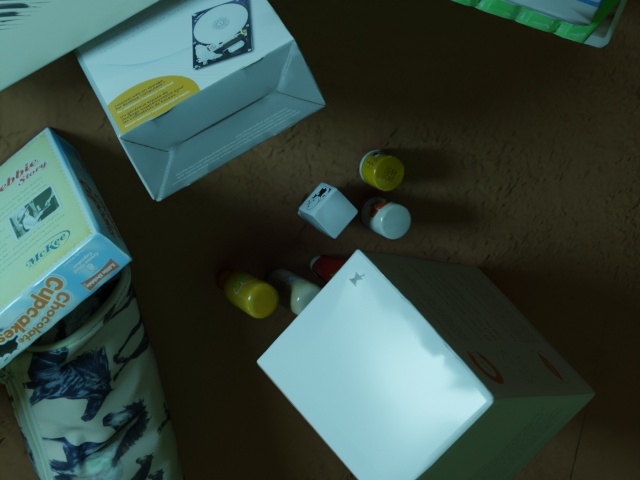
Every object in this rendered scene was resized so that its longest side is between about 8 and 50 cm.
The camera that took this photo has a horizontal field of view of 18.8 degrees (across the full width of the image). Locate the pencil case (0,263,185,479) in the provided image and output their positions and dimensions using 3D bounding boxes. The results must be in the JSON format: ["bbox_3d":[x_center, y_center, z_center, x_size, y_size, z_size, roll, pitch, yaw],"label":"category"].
[{"bbox_3d":[-0.253,0.194,2.058,0.183,0.160,0.410,-33,136,-25],"label":"pencil case"}]

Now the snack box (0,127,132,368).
[{"bbox_3d":[-0.345,0.052,1.884,0.322,0.187,0.060,-39,133,7],"label":"snack box"}]

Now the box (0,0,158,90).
[{"bbox_3d":[-0.259,-0.225,1.734,0.275,0.113,0.094,-30,134,8],"label":"box"}]

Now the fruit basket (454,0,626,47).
[{"bbox_3d":[0.236,-0.376,1.852,0.327,0.165,0.353,14,115,-34],"label":"fruit basket"}]

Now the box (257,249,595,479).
[{"bbox_3d":[0.123,0.149,2.085,0.168,0.215,0.345,-48,159,15],"label":"box"}]

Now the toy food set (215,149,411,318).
[{"bbox_3d":[0.000,0.000,2.100,0.232,0.104,0.111,-50,119,-8],"label":"toy food set"}]

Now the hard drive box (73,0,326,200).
[{"bbox_3d":[-0.126,-0.170,1.785,0.181,0.232,0.089,-30,133,-3],"label":"hard drive box"}]
